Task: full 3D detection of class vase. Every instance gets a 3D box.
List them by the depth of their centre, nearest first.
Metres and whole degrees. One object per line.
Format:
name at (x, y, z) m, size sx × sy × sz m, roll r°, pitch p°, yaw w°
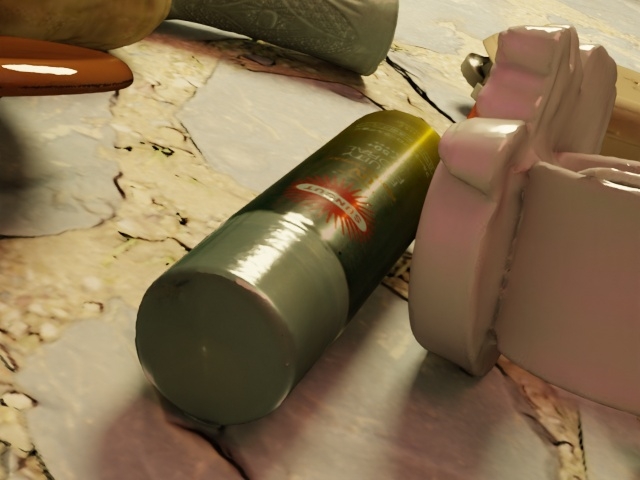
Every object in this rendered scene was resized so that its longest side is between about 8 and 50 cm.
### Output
vase at (-0.051, -0.207, 0.914) m, size 0.219 × 0.096 × 0.096 m, roll 7°, pitch 31°, yaw -21°

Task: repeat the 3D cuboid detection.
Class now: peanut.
peanut at (-0.200, -0.192, 0.737) m, size 0.224 × 0.129 × 0.129 m, roll -8°, pitch 40°, yaw -45°

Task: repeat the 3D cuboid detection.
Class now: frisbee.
frisbee at (-0.225, -0.100, 0.569) m, size 0.251 × 0.021 × 0.251 m, roll 6°, pitch 12°, yaw -1°

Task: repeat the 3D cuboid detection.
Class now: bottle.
bottle at (0.000, 0.000, 0.583) m, size 0.082 × 0.082 × 0.286 m, roll 27°, pitch 28°, yaw 9°

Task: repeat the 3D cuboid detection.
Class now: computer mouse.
computer mouse at (0.243, -0.117, 0.976) m, size 0.237 × 0.082 × 0.145 m, roll 14°, pitch 29°, yaw -12°

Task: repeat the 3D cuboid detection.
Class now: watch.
watch at (0.188, -0.008, 0.578) m, size 0.231 × 0.196 × 0.244 m, roll 14°, pitch 13°, yaw 24°

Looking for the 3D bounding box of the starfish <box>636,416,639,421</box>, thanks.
starfish at (0.278, 0.135, 0.595) m, size 0.227 × 0.043 × 0.240 m, roll 6°, pitch 37°, yaw -26°
